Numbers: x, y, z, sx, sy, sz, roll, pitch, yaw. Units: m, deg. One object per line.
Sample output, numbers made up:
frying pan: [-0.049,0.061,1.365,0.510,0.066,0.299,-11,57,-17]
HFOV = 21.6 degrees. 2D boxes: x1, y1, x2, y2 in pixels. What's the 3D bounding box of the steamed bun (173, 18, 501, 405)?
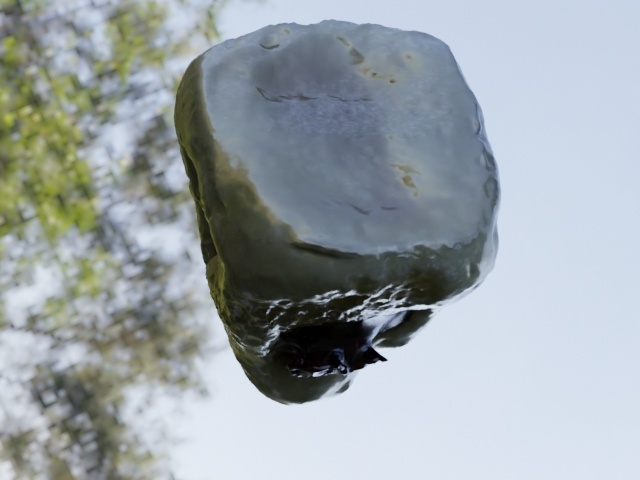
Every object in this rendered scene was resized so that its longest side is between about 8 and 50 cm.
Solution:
steamed bun: [0.000,0.000,0.796,0.172,0.141,0.155,-102,-163,-44]
